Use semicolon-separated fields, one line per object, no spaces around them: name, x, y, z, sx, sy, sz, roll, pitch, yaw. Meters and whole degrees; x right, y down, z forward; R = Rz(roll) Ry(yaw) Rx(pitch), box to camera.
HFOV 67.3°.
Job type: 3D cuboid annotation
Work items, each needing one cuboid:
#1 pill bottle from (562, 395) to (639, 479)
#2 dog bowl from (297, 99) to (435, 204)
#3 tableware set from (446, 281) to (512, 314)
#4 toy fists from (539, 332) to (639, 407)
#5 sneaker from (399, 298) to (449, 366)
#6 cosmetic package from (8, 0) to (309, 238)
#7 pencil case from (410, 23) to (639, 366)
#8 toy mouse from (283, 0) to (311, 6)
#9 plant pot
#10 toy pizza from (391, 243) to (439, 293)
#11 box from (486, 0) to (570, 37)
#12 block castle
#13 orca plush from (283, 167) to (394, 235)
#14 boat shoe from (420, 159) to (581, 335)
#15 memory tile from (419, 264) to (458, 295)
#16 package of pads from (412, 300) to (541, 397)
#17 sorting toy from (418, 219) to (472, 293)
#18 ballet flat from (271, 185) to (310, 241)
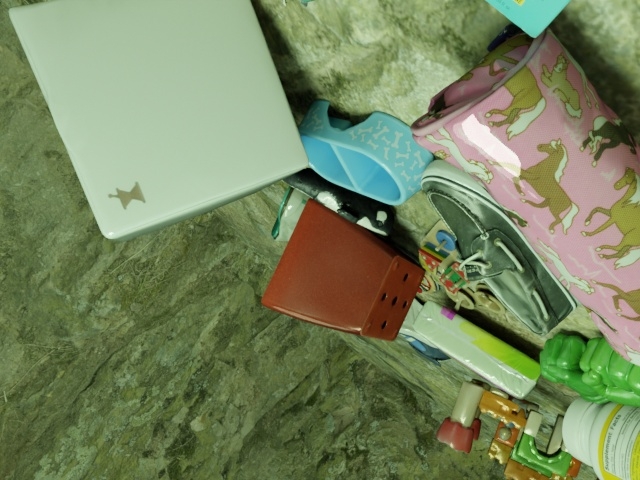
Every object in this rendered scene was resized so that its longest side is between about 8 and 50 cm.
pill bottle;0.611;0.385;0.841;0.188;0.188;0.334;44;166;-15
dog bowl;0.065;-0.153;0.858;0.297;0.074;0.166;27;161;42
tableware set;0.345;0.133;1.080;0.128;0.039;0.194;43;166;-12
toy fists;0.503;0.236;0.862;0.142;0.096;0.279;41;168;0
sneaker;0.274;0.266;1.496;0.322;0.130;0.236;29;159;22
cosmetic package;-0.273;-0.203;0.860;0.393;0.327;0.329;-1;110;70
pencil case;0.274;-0.031;0.501;0.386;0.167;0.160;43;136;-10
toy mouse;-0.037;-0.348;0.601;0.143;0.031;0.161;31;163;35
plant pot;0.075;0.093;1.096;0.235;0.267;0.267;25;180;36
toy pizza;0.220;0.079;1.262;0.201;0.032;0.201;38;166;11
box;0.175;-0.245;0.295;0.100;0.060;0.244;40;167;3
block castle;0.530;0.525;1.175;0.453;0.213;0.303;20;175;25
orca plush;0.040;-0.120;1.016;0.287;0.102;0.151;31;-169;14
boat shoe;0.271;0.018;0.742;0.335;0.119;0.121;42;167;-6
memory tile;0.266;0.059;1.051;0.113;0.012;0.148;41;159;25
package of pads;0.391;0.277;1.197;0.296;0.101;0.229;32;177;29
sorting toy;0.252;0.040;0.952;0.132;0.046;0.274;47;162;11
ballet flat;-0.070;-0.057;1.456;0.139;0.139;0.400;41;166;-1
